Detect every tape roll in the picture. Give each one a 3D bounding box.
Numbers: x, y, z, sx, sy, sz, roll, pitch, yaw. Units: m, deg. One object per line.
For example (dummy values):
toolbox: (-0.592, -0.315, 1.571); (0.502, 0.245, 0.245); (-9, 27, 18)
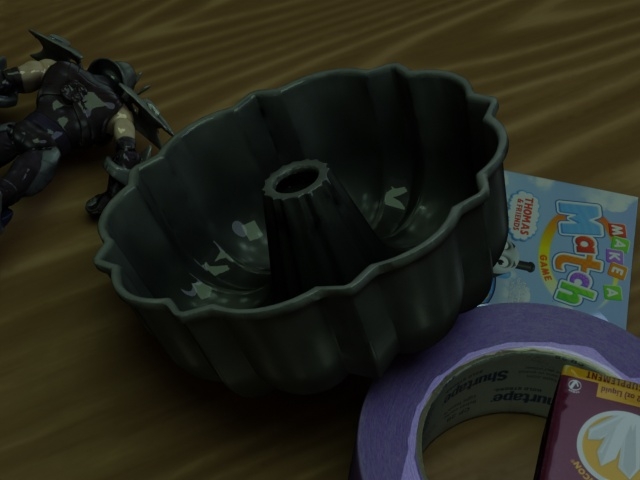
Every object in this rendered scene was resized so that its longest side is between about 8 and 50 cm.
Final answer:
tape roll: (0.159, 0.181, 1.258); (0.274, 0.090, 0.275); (4, 51, -4)

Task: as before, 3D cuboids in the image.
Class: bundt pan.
bundt pan: (0.000, 0.000, 1.309); (0.330, 0.124, 0.331); (-15, 32, 10)

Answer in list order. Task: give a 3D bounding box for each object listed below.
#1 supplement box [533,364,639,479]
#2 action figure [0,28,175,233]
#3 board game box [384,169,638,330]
supplement box: (0.193, 0.190, 1.144); (0.104, 0.081, 0.188); (13, 51, 7)
action figure: (-0.248, -0.075, 1.421); (0.185, 0.099, 0.285); (28, 50, 25)
board game box: (0.157, 0.010, 1.427); (0.211, 0.039, 0.160); (12, 51, 2)
